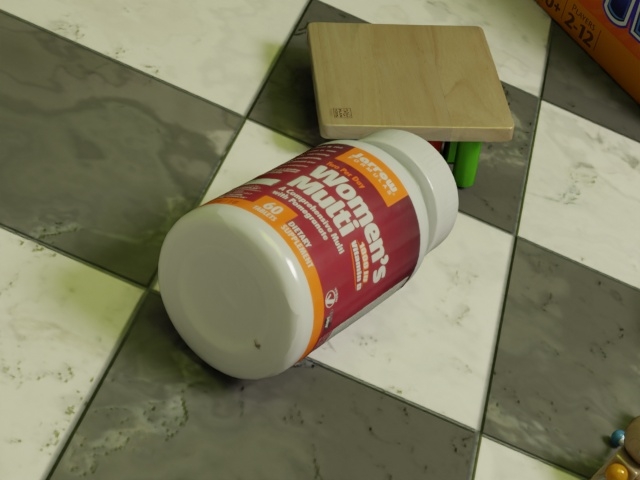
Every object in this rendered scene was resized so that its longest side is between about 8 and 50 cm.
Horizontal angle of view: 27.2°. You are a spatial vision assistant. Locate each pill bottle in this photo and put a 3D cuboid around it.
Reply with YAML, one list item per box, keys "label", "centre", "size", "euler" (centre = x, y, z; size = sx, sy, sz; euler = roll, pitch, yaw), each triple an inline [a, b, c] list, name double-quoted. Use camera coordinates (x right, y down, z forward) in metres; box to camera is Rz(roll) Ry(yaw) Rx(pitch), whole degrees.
- label: "pill bottle"
  centre: [0.000, 0.000, 0.921]
  size: [0.121, 0.121, 0.221]
  euler: [38, 39, 17]

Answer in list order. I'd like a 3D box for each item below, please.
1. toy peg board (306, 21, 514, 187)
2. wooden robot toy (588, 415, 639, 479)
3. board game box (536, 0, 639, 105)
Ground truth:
- label: "toy peg board"
  centre: [0.072, -0.115, 1.159]
  size: [0.160, 0.079, 0.161]
  euler: [0, 40, -6]
- label: "wooden robot toy"
  centre: [0.230, 0.150, 0.902]
  size: [0.076, 0.079, 0.173]
  euler: [39, 39, 19]
- label: "board game box"
  centre: [0.465, -0.372, 1.399]
  size: [0.356, 0.356, 0.356]
  euler: [-16, 51, -27]
